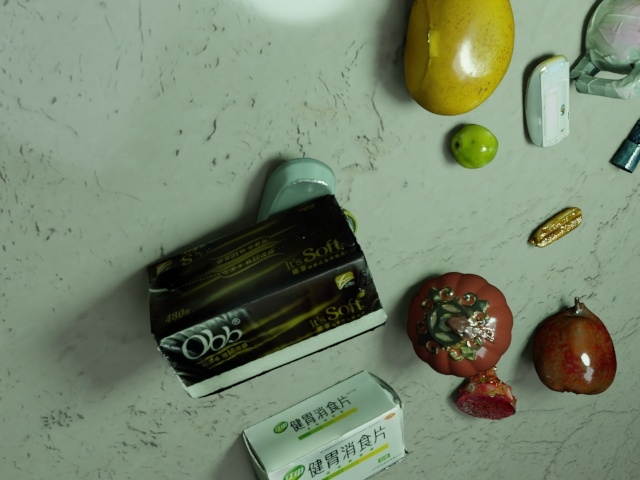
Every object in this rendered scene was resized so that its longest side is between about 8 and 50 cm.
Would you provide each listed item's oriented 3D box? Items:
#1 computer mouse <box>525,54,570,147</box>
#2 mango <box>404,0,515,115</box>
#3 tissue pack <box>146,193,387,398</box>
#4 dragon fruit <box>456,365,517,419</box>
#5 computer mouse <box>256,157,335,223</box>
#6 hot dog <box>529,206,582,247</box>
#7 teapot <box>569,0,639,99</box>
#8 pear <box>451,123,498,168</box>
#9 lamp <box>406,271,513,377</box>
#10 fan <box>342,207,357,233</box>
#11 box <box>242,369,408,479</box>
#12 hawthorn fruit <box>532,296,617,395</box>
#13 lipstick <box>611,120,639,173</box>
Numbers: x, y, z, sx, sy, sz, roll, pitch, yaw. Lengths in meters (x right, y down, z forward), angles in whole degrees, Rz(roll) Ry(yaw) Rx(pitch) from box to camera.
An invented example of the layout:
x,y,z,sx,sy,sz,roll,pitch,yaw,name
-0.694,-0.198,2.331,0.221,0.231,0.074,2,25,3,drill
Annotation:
x,y,z,sx,sy,sz,roll,pitch,yaw,name
0.472,-0.287,1.540,0.102,0.045,0.199,-27,127,-17,computer mouse
0.244,-0.363,1.295,0.191,0.160,0.290,-10,111,-19,mango
-0.084,0.097,1.261,0.370,0.210,0.198,-22,124,0,tissue pack
0.418,0.372,1.858,0.153,0.153,0.110,49,45,-40,dragon fruit
-0.047,-0.045,1.341,0.128,0.079,0.230,11,119,-20,computer mouse
0.549,-0.030,1.739,0.144,0.038,0.062,-31,131,-10,hot dog
0.620,-0.392,1.483,0.222,0.178,0.163,-31,127,-12,teapot
0.310,-0.186,1.473,0.097,0.092,0.092,-13,122,-24,pear
0.292,0.177,1.579,0.227,0.227,0.226,-15,123,-24,lamp
0.000,0.000,1.420,0.155,0.039,0.082,-44,130,0,fan
0.018,0.441,1.614,0.333,0.145,0.173,-24,128,-17,box
0.639,0.263,1.865,0.208,0.208,0.248,4,96,-33,hawthorn fruit
0.761,-0.270,1.730,0.053,0.053,0.234,25,97,-38,lipstick
